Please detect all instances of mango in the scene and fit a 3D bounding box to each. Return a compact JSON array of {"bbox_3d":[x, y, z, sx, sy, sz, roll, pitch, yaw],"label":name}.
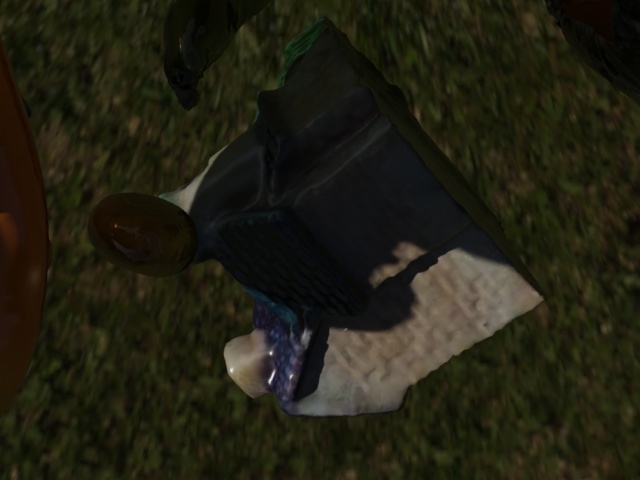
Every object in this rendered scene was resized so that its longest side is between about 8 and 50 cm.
[{"bbox_3d":[-0.124,-0.002,1.371,0.079,0.114,0.057,22,95,-5],"label":"mango"}]

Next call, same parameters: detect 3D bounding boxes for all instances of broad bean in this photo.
[{"bbox_3d":[-0.042,-0.172,1.258,0.065,0.254,0.046,42,138,-3],"label":"broad bean"}]

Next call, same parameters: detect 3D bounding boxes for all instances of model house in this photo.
[{"bbox_3d":[0.001,0.002,1.784,0.284,0.243,0.298,-40,119,5],"label":"model house"}]

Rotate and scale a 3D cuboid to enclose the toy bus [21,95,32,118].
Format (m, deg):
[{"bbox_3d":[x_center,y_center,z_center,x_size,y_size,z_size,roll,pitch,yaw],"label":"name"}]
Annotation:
[{"bbox_3d":[-0.335,-0.013,1.386,0.125,0.133,0.292,28,77,16],"label":"toy bus"}]

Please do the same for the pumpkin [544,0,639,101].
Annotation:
[{"bbox_3d":[0.297,-0.263,1.671,0.192,0.320,0.320,-13,109,-16],"label":"pumpkin"}]

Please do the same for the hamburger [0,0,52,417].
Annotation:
[{"bbox_3d":[-0.334,-0.028,1.114,0.277,0.396,0.395,-17,114,-39],"label":"hamburger"}]
